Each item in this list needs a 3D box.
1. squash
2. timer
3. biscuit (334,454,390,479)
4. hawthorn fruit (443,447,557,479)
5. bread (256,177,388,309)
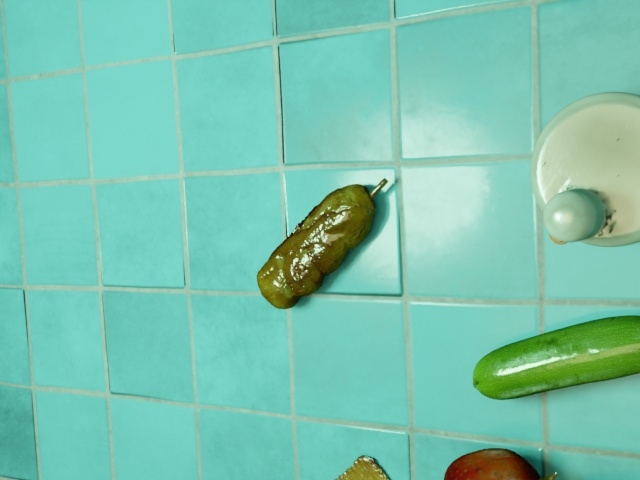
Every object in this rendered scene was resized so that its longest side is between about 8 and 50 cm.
[{"bbox_3d":[0.418,0.186,1.272,0.379,0.101,0.101,-19,86,33],"label":"squash"},{"bbox_3d":[0.422,-0.101,1.158,0.233,0.240,0.233,3,97,28],"label":"timer"},{"bbox_3d":[0.091,0.567,1.534,0.237,0.013,0.232,49,115,14],"label":"biscuit"},{"bbox_3d":[0.308,0.433,1.325,0.200,0.179,0.179,-26,83,7],"label":"hawthorn fruit"},{"bbox_3d":[0.001,-0.001,1.482,0.344,0.084,0.124,-46,75,24],"label":"bread"}]
